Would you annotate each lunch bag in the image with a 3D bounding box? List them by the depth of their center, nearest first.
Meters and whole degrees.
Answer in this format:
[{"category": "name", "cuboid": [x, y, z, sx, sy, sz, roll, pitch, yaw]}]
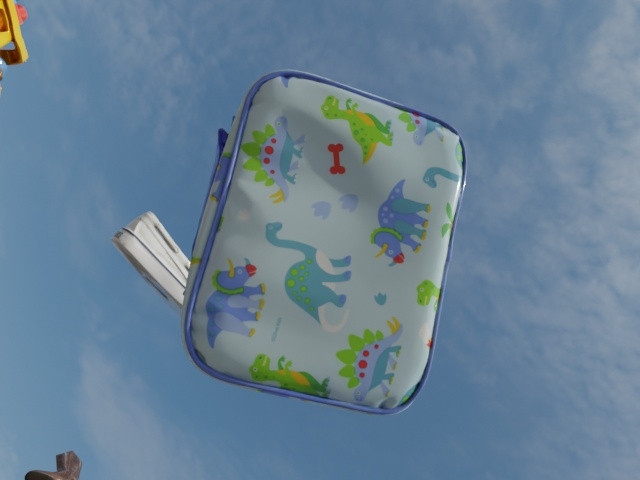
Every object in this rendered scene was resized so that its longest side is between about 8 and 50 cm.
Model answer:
[{"category": "lunch bag", "cuboid": [0.000, 0.000, 0.361, 0.090, 0.176, 0.218, 148, -44, -77]}]

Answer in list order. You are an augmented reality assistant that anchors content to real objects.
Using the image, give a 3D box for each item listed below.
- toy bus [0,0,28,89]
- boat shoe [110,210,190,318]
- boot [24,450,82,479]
[{"category": "toy bus", "cuboid": [-0.517, -0.309, 0.743, 0.150, 0.211, 0.220, 7, -61, 14]}, {"category": "boat shoe", "cuboid": [-0.213, 0.066, 0.805, 0.095, 0.084, 0.258, -1, -49, 53]}, {"category": "boot", "cuboid": [-0.507, 0.436, 0.961, 0.037, 0.106, 0.114, -50, -154, -4]}]
